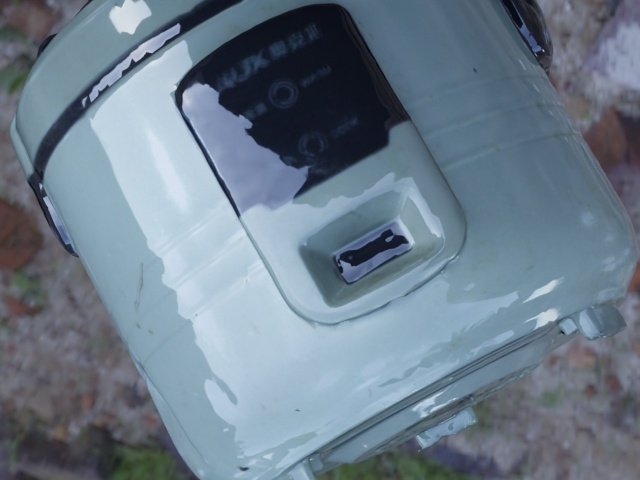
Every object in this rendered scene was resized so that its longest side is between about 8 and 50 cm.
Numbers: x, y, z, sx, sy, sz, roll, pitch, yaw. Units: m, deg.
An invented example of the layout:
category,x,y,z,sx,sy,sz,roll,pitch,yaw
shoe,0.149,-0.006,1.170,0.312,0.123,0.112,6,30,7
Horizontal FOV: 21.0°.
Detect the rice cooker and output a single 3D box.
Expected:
category,x,y,z,sx,sy,sz,roll,pitch,yaw
rice cooker,0.001,-0.029,0.722,0.226,0.226,0.244,-35,74,28
